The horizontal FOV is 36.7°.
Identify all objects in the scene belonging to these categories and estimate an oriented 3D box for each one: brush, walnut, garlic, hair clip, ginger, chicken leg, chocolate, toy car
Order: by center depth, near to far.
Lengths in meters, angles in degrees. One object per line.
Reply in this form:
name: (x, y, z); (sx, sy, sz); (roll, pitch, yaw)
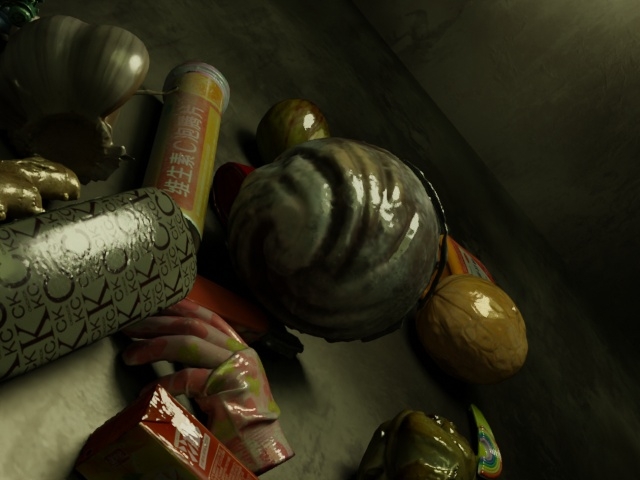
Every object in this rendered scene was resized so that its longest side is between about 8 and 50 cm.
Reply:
ginger: (-0.346, -0.052, 1.023); (0.089, 0.075, 0.288); (55, 18, 3)
chicken leg: (0.105, 0.359, 1.189); (0.153, 0.201, 0.429); (22, 29, 2)
garlic: (-0.278, -0.160, 1.201); (0.257, 0.207, 0.207); (20, 38, -52)
toy car: (-0.423, -0.317, 1.216); (0.143, 0.054, 0.073); (13, 44, -8)
brush: (-0.139, 0.094, 1.239); (0.323, 0.051, 0.070); (31, 23, -38)
chocolate: (0.000, 0.000, 1.298); (0.303, 0.303, 0.213); (58, 18, 15)
hair clip: (0.293, 0.357, 1.720); (0.060, 0.033, 0.188); (43, 23, -23)
walnut: (0.283, 0.170, 1.796); (0.221, 0.195, 0.195); (53, 20, -18)

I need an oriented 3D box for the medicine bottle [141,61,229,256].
medicine bottle: (-0.194, -0.118, 1.382); (0.108, 0.108, 0.426); (41, 24, -26)

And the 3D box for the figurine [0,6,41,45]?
figurine: (-0.403, -0.277, 1.281); (0.136, 0.079, 0.077); (36, 45, 14)

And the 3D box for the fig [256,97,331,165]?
fig: (-0.065, -0.142, 1.688); (0.149, 0.149, 0.245); (44, 44, -20)

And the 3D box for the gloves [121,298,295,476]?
gloves: (-0.122, 0.152, 1.084); (0.241, 0.126, 0.145); (62, 25, 8)

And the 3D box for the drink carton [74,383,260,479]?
drink carton: (-0.122, 0.253, 0.947); (0.223, 0.096, 0.071); (47, 22, -14)

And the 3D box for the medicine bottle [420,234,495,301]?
medicine bottle: (0.298, 0.105, 2.021); (0.222, 0.112, 0.149); (35, 27, -38)

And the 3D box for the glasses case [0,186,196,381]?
glasses case: (-0.242, 0.033, 0.960); (0.355, 0.085, 0.137); (-25, 99, -60)

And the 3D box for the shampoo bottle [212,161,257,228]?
shampoo bottle: (-0.057, -0.051, 1.588); (0.314, 0.076, 0.118); (11, 53, -60)
